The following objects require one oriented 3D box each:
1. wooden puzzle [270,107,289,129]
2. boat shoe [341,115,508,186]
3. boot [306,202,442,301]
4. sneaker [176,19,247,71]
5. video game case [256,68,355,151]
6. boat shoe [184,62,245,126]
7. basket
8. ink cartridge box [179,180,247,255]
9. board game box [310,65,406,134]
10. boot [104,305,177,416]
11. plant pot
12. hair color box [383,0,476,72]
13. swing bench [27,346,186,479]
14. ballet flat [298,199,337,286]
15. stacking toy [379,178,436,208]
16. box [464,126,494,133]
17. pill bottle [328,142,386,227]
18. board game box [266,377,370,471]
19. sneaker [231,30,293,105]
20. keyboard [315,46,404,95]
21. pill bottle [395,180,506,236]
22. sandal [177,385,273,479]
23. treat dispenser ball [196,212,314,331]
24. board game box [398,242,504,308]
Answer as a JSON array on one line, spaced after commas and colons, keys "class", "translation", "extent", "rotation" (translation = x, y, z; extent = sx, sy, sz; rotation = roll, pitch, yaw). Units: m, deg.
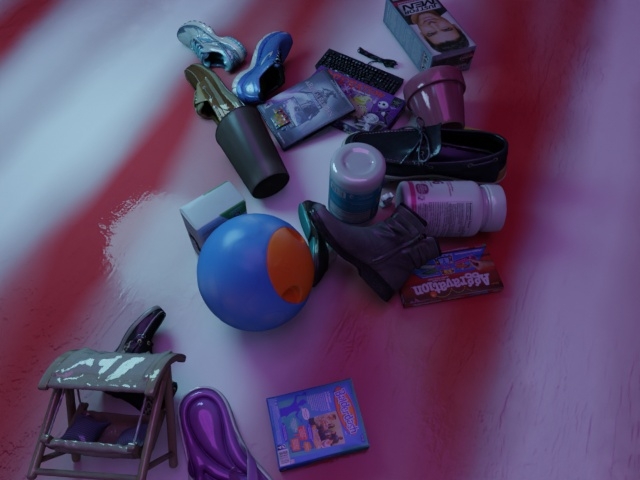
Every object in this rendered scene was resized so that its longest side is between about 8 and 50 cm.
[{"class": "wooden puzzle", "translation": [-0.133, -0.397, 1.632], "extent": [0.049, 0.006, 0.083], "rotation": [-29, 69, -4]}, {"class": "boat shoe", "translation": [0.312, -0.272, 1.474], "extent": [0.499, 0.156, 0.187], "rotation": [8, 58, 5]}, {"class": "boot", "translation": [0.141, -0.025, 1.297], "extent": [0.222, 0.118, 0.338], "rotation": [-44, 107, 2]}, {"class": "sneaker", "translation": [-0.415, -0.702, 1.807], "extent": [0.282, 0.110, 0.122], "rotation": [24, 64, 13]}, {"class": "video game case", "translation": [-0.049, -0.438, 1.653], "extent": [0.274, 0.026, 0.196], "rotation": [-30, 69, -3]}, {"class": "boat shoe", "translation": [-0.367, -0.471, 1.659], "extent": [0.119, 0.123, 0.324], "rotation": [-37, 65, -18]}, {"class": "basket", "translation": [-0.199, -0.254, 1.498], "extent": [0.154, 0.204, 0.227], "rotation": [-24, 71, -19]}, {"class": "ink cartridge box", "translation": [-0.276, -0.040, 1.342], "extent": [0.153, 0.208, 0.087], "rotation": [-35, 68, -20]}, {"class": "board game box", "translation": [0.096, -0.468, 1.708], "extent": [0.346, 0.056, 0.208], "rotation": [27, 57, 15]}, {"class": "boot", "translation": [-0.407, 0.295, 1.205], "extent": [0.178, 0.085, 0.237], "rotation": [28, 69, 13]}, {"class": "plant pot", "translation": [0.384, -0.433, 1.617], "extent": [0.201, 0.201, 0.181], "rotation": [-9, 75, -6]}, {"class": "hair color box", "translation": [0.401, -0.782, 1.866], "extent": [0.185, 0.114, 0.375], "rotation": [-18, 61, -12]}, {"class": "swing bench", "translation": [-0.444, 0.361, 1.057], "extent": [0.252, 0.165, 0.255], "rotation": [0, 80, 8]}, {"class": "ballet flat", "translation": [0.000, 0.000, 1.392], "extent": [0.096, 0.095, 0.281], "rotation": [1, 57, -14]}, {"class": "stacking toy", "translation": [0.232, -0.209, 1.545], "extent": [0.221, 0.052, 0.167], "rotation": [-25, 62, -16]}, {"class": "box", "translation": [0.490, -0.283, 1.600], "extent": [0.108, 0.042, 0.178], "rotation": [15, 60, 10]}, {"class": "pill bottle", "translation": [0.094, -0.133, 1.371], "extent": [0.146, 0.264, 0.146], "rotation": [1, 59, -1]}, {"class": "board game box", "translation": [-0.008, 0.425, 1.152], "extent": [0.210, 0.047, 0.160], "rotation": [-11, 59, -7]}, {"class": "sneaker", "translation": [-0.166, -0.589, 1.715], "extent": [0.147, 0.130, 0.330], "rotation": [12, 65, 28]}, {"class": "keyboard", "translation": [0.159, -0.635, 1.820], "extent": [0.317, 0.033, 0.202], "rotation": [28, 62, 14]}, {"class": "pill bottle", "translation": [0.364, -0.090, 1.411], "extent": [0.282, 0.160, 0.161], "rotation": [-1, 58, -2]}, {"class": "sandal", "translation": [-0.208, 0.503, 1.068], "extent": [0.169, 0.102, 0.416], "rotation": [-30, 64, -18]}, {"class": "treat dispenser ball", "translation": [-0.158, 0.077, 1.223], "extent": [0.287, 0.288, 0.289], "rotation": [0, 58, -1]}, {"class": "board game box", "translation": [0.347, 0.095, 1.375], "extent": [0.280, 0.027, 0.145], "rotation": [-9, 60, -7]}]
